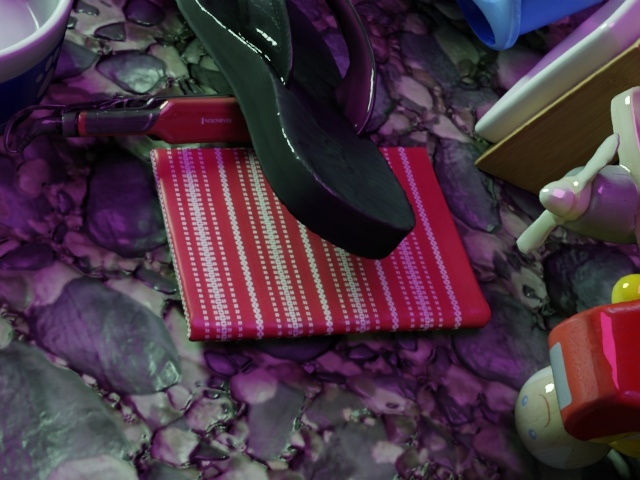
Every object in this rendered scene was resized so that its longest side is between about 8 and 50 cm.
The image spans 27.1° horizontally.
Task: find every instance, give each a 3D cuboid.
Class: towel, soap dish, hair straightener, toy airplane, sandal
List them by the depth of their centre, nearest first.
[{"bbox_3d":[0.289,0.115,1.045,0.384,0.272,0.386,57,32,-23],"label":"toy airplane"},{"bbox_3d":[0.000,0.000,1.143,0.275,0.031,0.198,-1,53,-22],"label":"towel"},{"bbox_3d":[-0.167,-0.099,1.145,0.230,0.047,0.089,-12,17,-32],"label":"hair straightener"},{"bbox_3d":[-0.009,-0.160,1.162,0.168,0.107,0.445,21,28,-38],"label":"sandal"},{"bbox_3d":[0.303,-0.172,1.288,0.118,0.229,0.291,50,49,-2],"label":"soap dish"}]

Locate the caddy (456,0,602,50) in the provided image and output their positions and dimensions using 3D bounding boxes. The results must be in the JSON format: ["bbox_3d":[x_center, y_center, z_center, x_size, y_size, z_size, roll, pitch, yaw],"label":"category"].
[{"bbox_3d":[0.165,-0.360,1.344,0.179,0.241,0.341,-18,68,-6],"label":"caddy"}]

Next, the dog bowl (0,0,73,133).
[{"bbox_3d":[-0.347,-0.205,1.120,0.265,0.104,0.265,11,49,-13],"label":"dog bowl"}]
